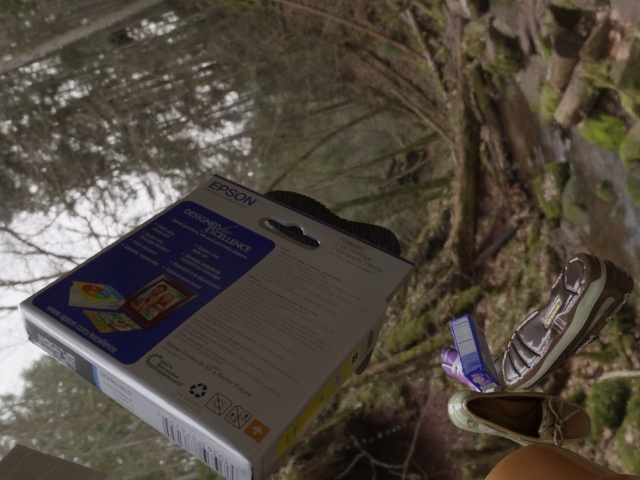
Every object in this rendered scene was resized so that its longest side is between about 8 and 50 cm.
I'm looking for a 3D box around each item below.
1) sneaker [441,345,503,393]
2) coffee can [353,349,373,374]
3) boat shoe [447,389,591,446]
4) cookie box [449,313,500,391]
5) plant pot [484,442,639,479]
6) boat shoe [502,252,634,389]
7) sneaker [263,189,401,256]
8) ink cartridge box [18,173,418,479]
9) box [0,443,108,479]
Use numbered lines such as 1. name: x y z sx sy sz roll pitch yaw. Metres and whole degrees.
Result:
1. sneaker: 0.355 0.304 1.581 0.102 0.161 0.282 -59 -17 -12
2. coffee can: -0.009 0.211 1.703 0.201 0.275 0.201 10 -90 -72
3. boat shoe: 0.393 0.342 1.289 0.089 0.285 0.104 115 160 -72
4. cookie box: 0.269 0.196 1.171 0.092 0.040 0.107 43 -150 -47
5. plant pot: 0.366 0.443 1.005 0.203 0.291 0.291 39 151 59
6. boat shoe: 0.359 0.135 0.971 0.095 0.095 0.257 -89 17 -48
7. sneaker: 0.000 0.000 1.366 0.131 0.319 0.112 -33 39 55
8. ink cartridge box: -0.099 0.069 0.730 0.307 0.303 0.072 -40 -33 -43
9. box: -0.445 0.430 1.089 0.091 0.170 0.130 -58 -18 -65
